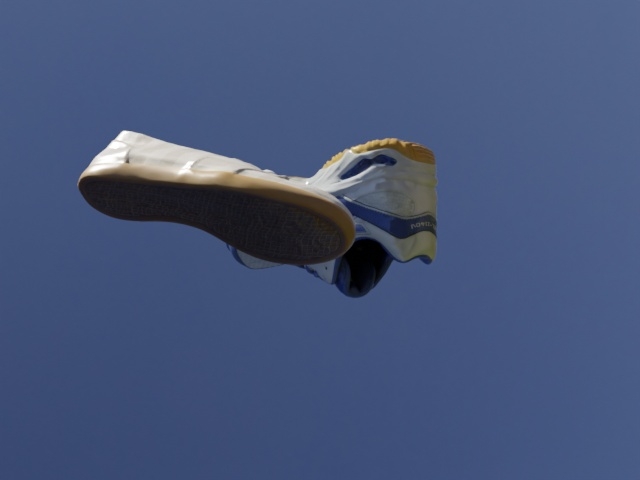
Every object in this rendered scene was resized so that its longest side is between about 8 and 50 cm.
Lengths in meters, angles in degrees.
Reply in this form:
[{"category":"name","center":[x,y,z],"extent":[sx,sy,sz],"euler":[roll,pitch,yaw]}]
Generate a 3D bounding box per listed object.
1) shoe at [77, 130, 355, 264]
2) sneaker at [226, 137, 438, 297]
[{"category":"shoe","center":[-0.071,-0.038,0.866],"extent":[0.077,0.219,0.058],"euler":[76,-146,-47]},{"category":"sneaker","center":[0.000,0.000,1.230],"extent":[0.111,0.296,0.131],"euler":[6,-109,-37]}]
